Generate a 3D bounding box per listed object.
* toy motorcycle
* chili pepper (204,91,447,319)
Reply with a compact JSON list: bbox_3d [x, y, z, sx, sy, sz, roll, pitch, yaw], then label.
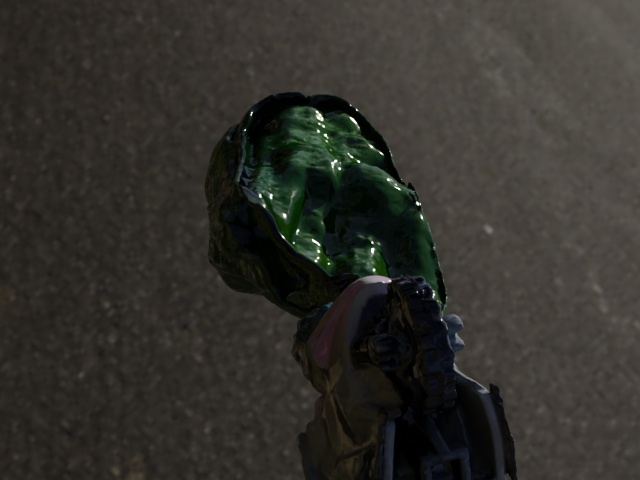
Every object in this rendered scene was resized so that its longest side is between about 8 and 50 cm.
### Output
[{"bbox_3d":[0.041,0.112,0.881,0.108,0.239,0.204,0,20,-23],"label":"toy motorcycle"},{"bbox_3d":[-0.007,0.008,1.363,0.213,0.168,0.385,7,29,-17],"label":"chili pepper"}]
